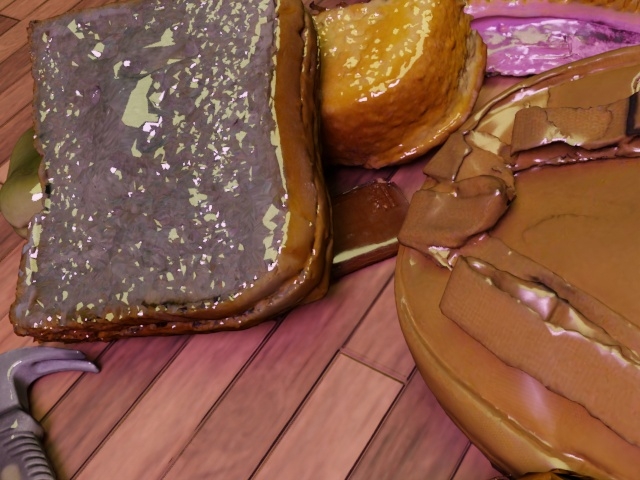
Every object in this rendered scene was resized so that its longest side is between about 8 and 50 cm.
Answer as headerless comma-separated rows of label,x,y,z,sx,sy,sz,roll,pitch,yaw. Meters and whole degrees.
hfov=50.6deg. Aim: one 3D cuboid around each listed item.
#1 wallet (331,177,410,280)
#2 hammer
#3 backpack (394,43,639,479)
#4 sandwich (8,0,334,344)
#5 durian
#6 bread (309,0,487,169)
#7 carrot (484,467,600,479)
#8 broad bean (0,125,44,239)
wallet,0.000,0.000,0.615,0.176,0.026,0.095,-21,47,-5
hammer,-0.231,0.181,0.512,0.158,0.041,0.226,-28,49,-8
backpack,0.240,0.020,0.416,0.378,0.201,0.354,26,74,38
sandwich,-0.126,-0.069,0.569,0.271,0.099,0.301,-11,72,21
durian,0.219,-0.266,0.727,0.341,0.112,0.191,-3,52,14
bread,0.034,-0.144,0.641,0.228,0.143,0.140,-4,61,26
carrot,0.053,0.173,0.377,0.228,0.069,0.069,-25,40,36
broad bean,-0.269,-0.069,0.703,0.124,0.082,0.175,-10,49,2
